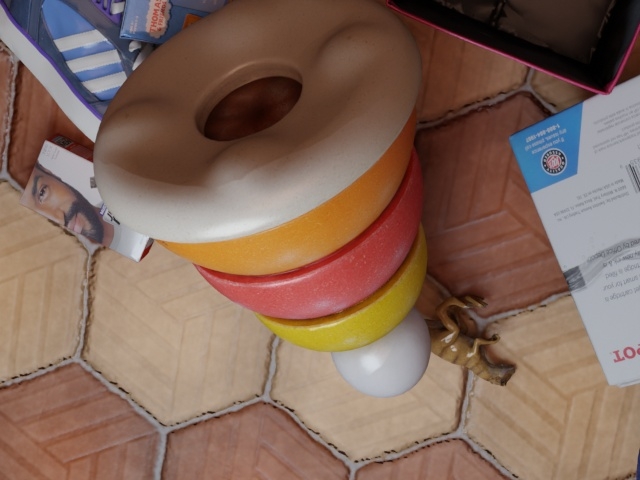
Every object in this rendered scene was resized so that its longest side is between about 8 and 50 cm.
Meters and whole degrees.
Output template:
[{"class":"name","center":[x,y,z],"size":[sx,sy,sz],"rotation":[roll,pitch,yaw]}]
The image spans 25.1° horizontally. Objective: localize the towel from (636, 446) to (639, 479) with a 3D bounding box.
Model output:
[{"class":"towel","center":[0.491,0.160,1.639],"size":[0.040,0.243,0.336],"rotation":[44,105,5]}]

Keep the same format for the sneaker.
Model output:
[{"class":"sneaker","center":[-0.209,-0.248,1.636],"size":[0.323,0.130,0.236],"rotation":[44,114,1]}]

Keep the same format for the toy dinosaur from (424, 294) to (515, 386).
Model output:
[{"class":"toy dinosaur","center":[0.148,0.115,1.762],"size":[0.211,0.064,0.112],"rotation":[25,106,1]}]

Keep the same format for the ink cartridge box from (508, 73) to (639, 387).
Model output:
[{"class":"ink cartridge box","center":[0.374,-0.020,1.566],"size":[0.223,0.129,0.308],"rotation":[-24,87,46]}]

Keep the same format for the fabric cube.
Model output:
[{"class":"fabric cube","center":[0.238,-0.331,1.549],"size":[0.254,0.258,0.259],"rotation":[22,105,2]}]

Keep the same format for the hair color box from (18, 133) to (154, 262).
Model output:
[{"class":"hair color box","center":[-0.276,-0.053,1.781],"size":[0.167,0.053,0.093],"rotation":[26,105,2]}]

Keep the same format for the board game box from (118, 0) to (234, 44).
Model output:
[{"class":"board game box","center":[-0.103,-0.282,1.578],"size":[0.211,0.039,0.160],"rotation":[10,104,-13]}]

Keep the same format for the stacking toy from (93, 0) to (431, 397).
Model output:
[{"class":"stacking toy","center":[0.000,0.000,1.561],"size":[0.350,0.351,0.480],"rotation":[-18,132,11]}]
